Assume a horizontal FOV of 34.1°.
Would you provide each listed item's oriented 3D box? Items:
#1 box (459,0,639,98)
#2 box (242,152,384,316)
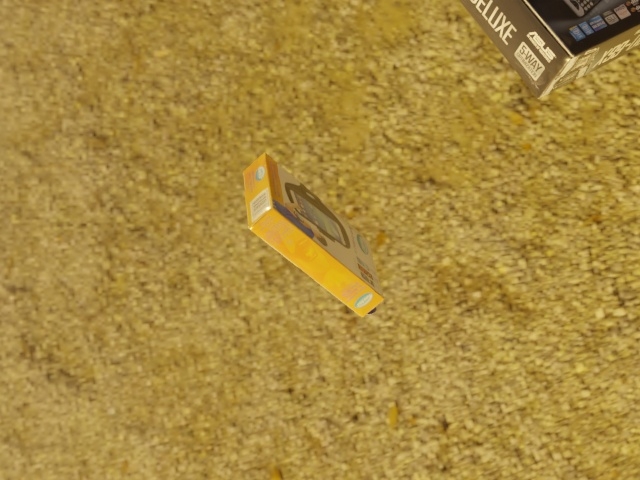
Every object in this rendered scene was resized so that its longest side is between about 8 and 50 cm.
[{"bbox_3d":[0.272,-0.309,1.088,0.242,0.307,0.076,55,151,14],"label":"box"},{"bbox_3d":[0.000,0.000,0.785,0.028,0.136,0.081,-42,29,19],"label":"box"}]
